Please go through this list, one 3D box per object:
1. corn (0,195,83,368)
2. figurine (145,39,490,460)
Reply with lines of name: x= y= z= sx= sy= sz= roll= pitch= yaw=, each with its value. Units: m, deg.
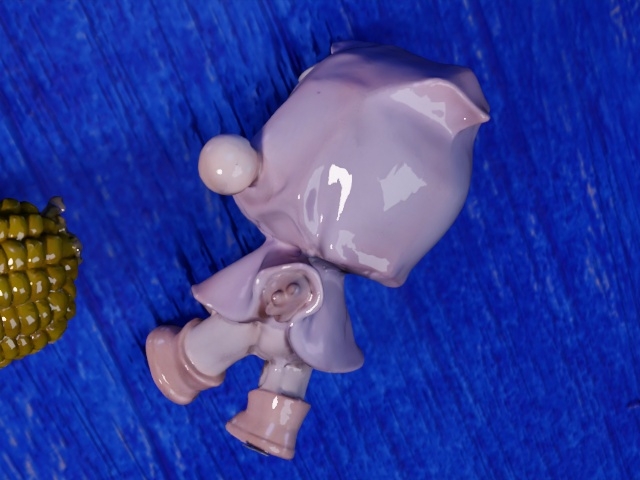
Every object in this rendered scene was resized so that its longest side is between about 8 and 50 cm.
corn: x=-0.278 y=0.058 z=1.080 sx=0.313 sy=0.102 sz=0.102 roll=-19 pitch=126 yaw=-24
figurine: x=0.001 y=-0.001 z=1.236 sx=0.200 sy=0.133 sz=0.276 roll=21 pitch=102 yaw=-47
